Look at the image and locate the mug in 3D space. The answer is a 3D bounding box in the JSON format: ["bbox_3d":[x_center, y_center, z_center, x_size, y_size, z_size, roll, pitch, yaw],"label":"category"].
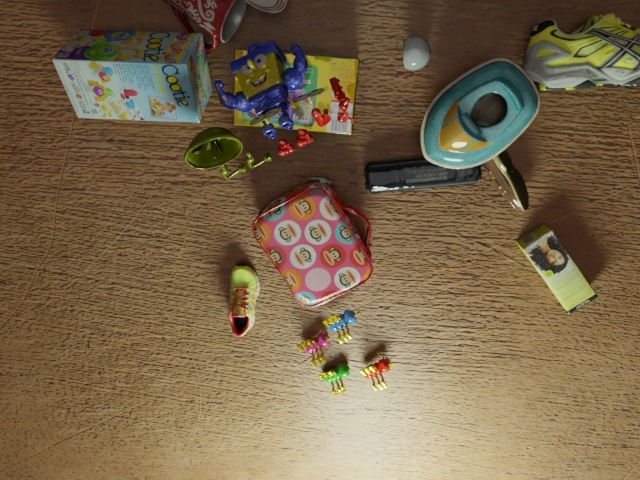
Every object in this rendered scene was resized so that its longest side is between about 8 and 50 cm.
[{"bbox_3d":[-0.268,-0.509,1.014,0.169,0.113,0.150,30,106,-4],"label":"mug"}]

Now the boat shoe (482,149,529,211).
[{"bbox_3d":[0.446,-0.147,1.135,0.060,0.064,0.178,-21,107,49],"label":"boat shoe"}]

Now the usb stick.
[{"bbox_3d":[0.246,-0.163,1.138,0.278,0.045,0.077,-4,105,7],"label":"usb stick"}]

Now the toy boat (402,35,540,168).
[{"bbox_3d":[0.290,-0.308,1.012,0.318,0.148,0.267,45,113,-3],"label":"toy boat"}]

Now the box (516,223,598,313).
[{"bbox_3d":[0.606,0.075,1.201,0.087,0.058,0.232,-38,104,15],"label":"box"}]

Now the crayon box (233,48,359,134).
[{"bbox_3d":[-0.056,-0.341,1.075,0.279,0.081,0.165,5,109,1],"label":"crayon box"}]

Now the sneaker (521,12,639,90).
[{"bbox_3d":[0.631,-0.402,0.987,0.385,0.145,0.147,-3,110,3],"label":"sneaker"}]

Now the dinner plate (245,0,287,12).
[{"bbox_3d":[-0.134,-0.541,0.995,0.141,0.141,0.017,43,142,-12],"label":"dinner plate"}]

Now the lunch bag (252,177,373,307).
[{"bbox_3d":[0.000,0.000,1.173,0.258,0.120,0.293,-27,105,11],"label":"lunch bag"}]

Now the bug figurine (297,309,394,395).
[{"bbox_3d":[0.066,0.312,1.306,0.216,0.072,0.279,-27,111,18],"label":"bug figurine"}]

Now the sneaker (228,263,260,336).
[{"bbox_3d":[-0.209,0.166,1.256,0.082,0.094,0.208,1,108,4],"label":"sneaker"}]

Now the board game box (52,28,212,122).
[{"bbox_3d":[-0.398,-0.363,1.030,0.276,0.142,0.144,3,138,2],"label":"board game box"}]

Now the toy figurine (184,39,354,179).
[{"bbox_3d":[-0.129,-0.307,1.004,0.363,0.191,0.217,-21,77,18],"label":"toy figurine"}]
